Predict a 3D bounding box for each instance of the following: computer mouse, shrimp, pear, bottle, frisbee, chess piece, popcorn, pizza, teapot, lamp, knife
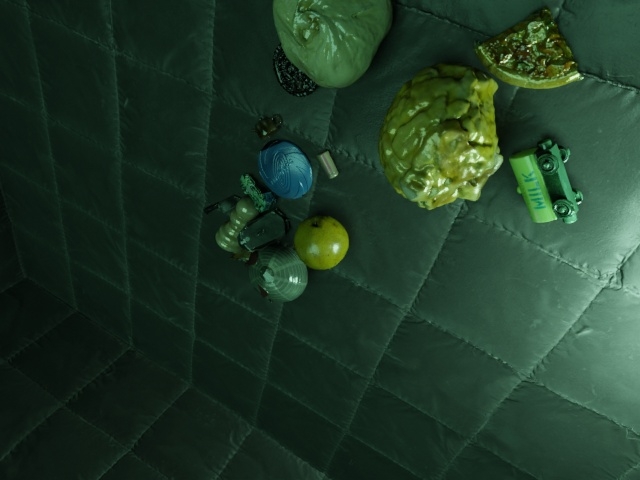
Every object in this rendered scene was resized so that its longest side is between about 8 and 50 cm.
[{"bbox_3d":[-0.231,-0.040,1.940,0.126,0.231,0.071,60,173,-6],"label":"computer mouse"},{"bbox_3d":[-0.316,0.081,2.153,0.236,0.053,0.133,-11,133,33],"label":"shrimp"},{"bbox_3d":[0.000,0.000,1.791,0.209,0.209,0.208,16,127,23],"label":"pear"},{"bbox_3d":[0.027,-0.271,1.696,0.045,0.045,0.096,-15,113,38],"label":"bottle"},{"bbox_3d":[-0.142,-0.263,1.809,0.242,0.045,0.242,15,126,22],"label":"frisbee"},{"bbox_3d":[-0.333,-0.077,1.994,0.143,0.143,0.261,40,128,3],"label":"chess piece"},{"bbox_3d":[0.314,-0.279,1.311,0.354,0.344,0.390,4,111,49],"label":"popcorn"},{"bbox_3d":[0.540,-0.490,1.217,0.292,0.058,0.197,27,129,15],"label":"pizza"},{"bbox_3d":[-0.196,-0.417,1.723,0.121,0.076,0.068,-30,92,14],"label":"teapot"},{"bbox_3d":[-0.181,0.130,1.962,0.233,0.233,0.265,-44,71,42],"label":"lamp"},{"bbox_3d":[-0.420,-0.150,2.076,0.230,0.028,0.060,-19,121,36],"label":"knife"}]

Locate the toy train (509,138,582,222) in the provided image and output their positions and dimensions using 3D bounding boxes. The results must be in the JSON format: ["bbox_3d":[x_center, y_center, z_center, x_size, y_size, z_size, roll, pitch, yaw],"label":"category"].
[{"bbox_3d":[0.637,-0.158,1.357,0.157,0.105,0.253,-9,113,51],"label":"toy train"}]

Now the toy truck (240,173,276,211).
[{"bbox_3d":[-0.252,-0.198,1.913,0.175,0.081,0.067,50,134,19],"label":"toy truck"}]

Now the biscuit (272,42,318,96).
[{"bbox_3d":[-0.074,-0.568,1.554,0.195,0.053,0.194,16,127,23],"label":"biscuit"}]

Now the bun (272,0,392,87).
[{"bbox_3d":[0.023,-0.612,1.338,0.361,0.213,0.361,8,115,18],"label":"bun"}]
